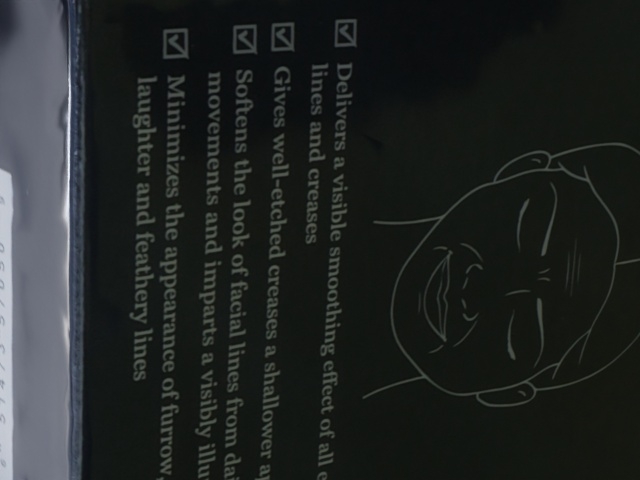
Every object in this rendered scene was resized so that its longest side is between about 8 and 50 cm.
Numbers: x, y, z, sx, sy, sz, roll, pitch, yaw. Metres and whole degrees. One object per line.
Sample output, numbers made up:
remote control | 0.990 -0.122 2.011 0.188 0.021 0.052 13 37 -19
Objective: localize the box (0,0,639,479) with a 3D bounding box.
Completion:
box | 0.000 0.000 0.788 0.395 0.212 0.293 -8 -72 -37
